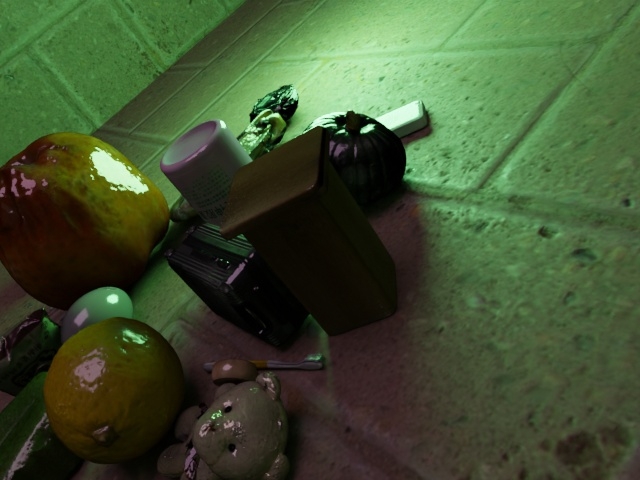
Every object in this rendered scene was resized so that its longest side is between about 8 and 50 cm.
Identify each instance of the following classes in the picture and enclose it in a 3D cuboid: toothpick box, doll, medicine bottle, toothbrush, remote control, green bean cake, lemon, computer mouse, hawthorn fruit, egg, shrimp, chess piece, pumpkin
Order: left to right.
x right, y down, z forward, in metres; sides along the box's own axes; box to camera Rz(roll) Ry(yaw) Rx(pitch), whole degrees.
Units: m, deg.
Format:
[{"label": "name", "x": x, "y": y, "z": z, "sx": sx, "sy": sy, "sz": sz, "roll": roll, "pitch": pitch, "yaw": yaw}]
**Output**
[{"label": "green bean cake", "x": -0.572, "y": 0.402, "z": 1.244, "sx": 0.222, "sy": 0.125, "sz": 0.248, "roll": 10, "pitch": 56, "yaw": 47}, {"label": "hawthorn fruit", "x": -0.662, "y": -0.052, "z": 1.621, "sx": 0.472, "sy": 0.472, "sz": 0.471, "roll": -24, "pitch": 34, "yaw": 18}, {"label": "egg", "x": -0.524, "y": 0.195, "z": 1.437, "sx": 0.146, "sy": 0.146, "sz": 0.198, "roll": -11, "pitch": 30, "yaw": 34}, {"label": "lemon", "x": -0.373, "y": 0.271, "z": 1.111, "sx": 0.267, "sy": 0.267, "sz": 0.267, "roll": -24, "pitch": 34, "yaw": 18}, {"label": "doll", "x": -0.177, "y": 0.315, "z": 0.981, "sx": 0.278, "sy": 0.149, "sz": 0.175, "roll": -26, "pitch": 64, "yaw": 39}, {"label": "medicine bottle", "x": -0.216, "y": -0.117, "z": 1.410, "sx": 0.178, "sy": 0.290, "sz": 0.178, "roll": -24, "pitch": 34, "yaw": 18}, {"label": "shrimp", "x": -0.269, "y": -0.210, "z": 1.771, "sx": 0.445, "sy": 0.110, "sz": 0.221, "roll": -45, "pitch": 18, "yaw": -12}, {"label": "chess piece", "x": -0.153, "y": 0.240, "z": 1.089, "sx": 0.084, "sy": 0.084, "sz": 0.038, "roll": -15, "pitch": 58, "yaw": 30}, {"label": "toothbrush", "x": -0.111, "y": 0.228, "z": 1.125, "sx": 0.288, "sy": 0.021, "sz": 0.024, "roll": -10, "pitch": 30, "yaw": 34}, {"label": "computer mouse", "x": -0.142, "y": -0.415, "z": 1.923, "sx": 0.242, "sy": 0.077, "sz": 0.146, "roll": 3, "pitch": 49, "yaw": 50}, {"label": "toothpick box", "x": 0.000, "y": 0.000, "z": 1.043, "sx": 0.190, "sy": 0.308, "sz": 0.187, "roll": -24, "pitch": 34, "yaw": 20}, {"label": "pumpkin", "x": 0.064, "y": -0.186, "z": 1.321, "sx": 0.250, "sy": 0.216, "sz": 0.250, "roll": 3, "pitch": 41, "yaw": -2}, {"label": "remote control", "x": 0.143, "y": -0.270, "z": 1.509, "sx": 0.250, "sy": 0.034, "sz": 0.103, "roll": -22, "pitch": 35, "yaw": 22}]

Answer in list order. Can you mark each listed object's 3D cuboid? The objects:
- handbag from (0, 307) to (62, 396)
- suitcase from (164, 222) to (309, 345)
[{"label": "handbag", "x": -0.677, "y": 0.270, "z": 1.416, "sx": 0.127, "sy": 0.235, "sz": 0.213, "roll": 34, "pitch": 72, "yaw": 16}, {"label": "suitcase", "x": -0.166, "y": 0.077, "z": 1.199, "sx": 0.128, "sy": 0.202, "sz": 0.312, "roll": -48, "pitch": 34, "yaw": -18}]
